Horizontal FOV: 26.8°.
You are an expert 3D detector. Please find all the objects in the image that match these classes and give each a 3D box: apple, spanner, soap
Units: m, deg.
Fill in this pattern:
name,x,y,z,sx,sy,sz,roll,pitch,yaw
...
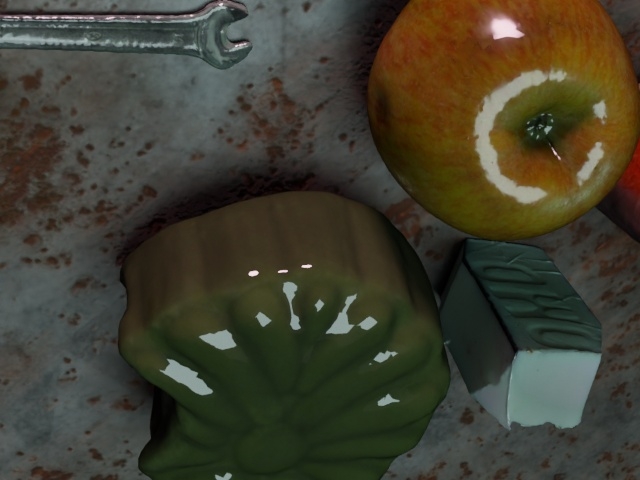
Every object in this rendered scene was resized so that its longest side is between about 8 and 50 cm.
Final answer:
name,x,y,z,sx,sy,sz,roll,pitch,yaw
apple,0.176,-0.127,1.261,0.264,0.264,0.264,-9,123,-14
spanner,-0.206,-0.188,1.226,0.302,0.017,0.071,-3,122,-18
soap,0.213,0.095,1.419,0.145,0.230,0.091,4,119,-22

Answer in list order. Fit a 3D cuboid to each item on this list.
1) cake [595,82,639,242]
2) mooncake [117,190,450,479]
name,x,y,z,sx,sy,sz,roll,pitch,yaw
cake,0.447,-0.045,1.374,0.230,0.309,0.237,25,107,-33
mooncake,-0.038,0.123,1.353,0.351,0.187,0.351,-6,127,-8
